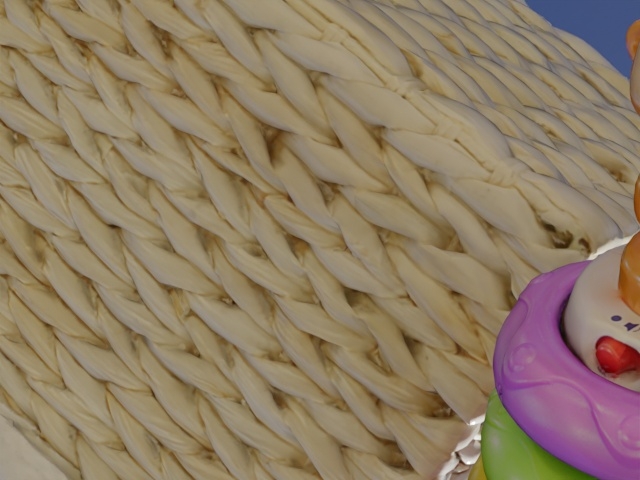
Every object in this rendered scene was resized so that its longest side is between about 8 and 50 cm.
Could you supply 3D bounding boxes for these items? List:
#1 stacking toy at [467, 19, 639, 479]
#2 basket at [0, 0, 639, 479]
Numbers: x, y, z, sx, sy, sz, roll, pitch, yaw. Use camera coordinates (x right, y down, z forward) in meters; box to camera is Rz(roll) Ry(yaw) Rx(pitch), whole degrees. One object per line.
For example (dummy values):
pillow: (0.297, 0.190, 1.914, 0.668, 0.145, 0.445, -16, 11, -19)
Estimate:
stacking toy: (0.106, 0.063, 0.445, 0.166, 0.175, 0.301, -21, -54, -30)
basket: (0.000, 0.000, 0.747, 0.331, 0.328, 0.266, 42, -68, 20)
